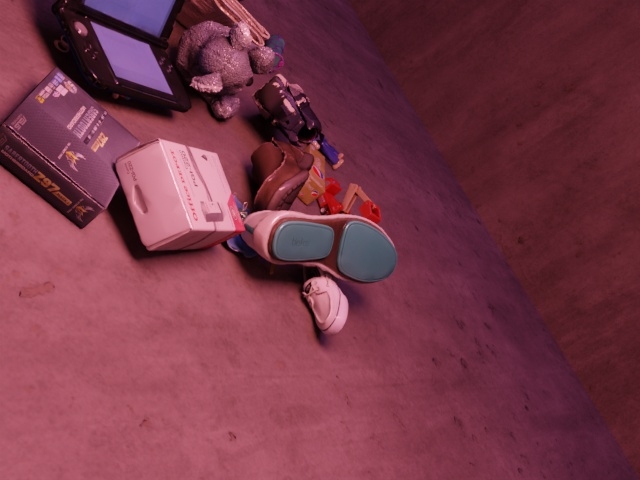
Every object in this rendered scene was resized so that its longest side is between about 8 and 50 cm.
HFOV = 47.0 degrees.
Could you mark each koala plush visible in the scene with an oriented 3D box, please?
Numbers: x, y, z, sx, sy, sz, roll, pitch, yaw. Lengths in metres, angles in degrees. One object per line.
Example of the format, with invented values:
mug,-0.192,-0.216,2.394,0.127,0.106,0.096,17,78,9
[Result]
koala plush,-0.214,-0.380,1.581,0.203,0.196,0.221,38,4,-17

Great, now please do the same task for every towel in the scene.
towel,-0.250,-0.519,1.760,0.187,0.049,0.282,42,-16,-27

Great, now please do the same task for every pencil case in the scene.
pencil case,-0.139,-0.559,2.195,0.070,0.064,0.152,27,31,-18

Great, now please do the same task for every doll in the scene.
doll,-0.010,-0.283,2.072,0.189,0.046,0.129,44,24,-23

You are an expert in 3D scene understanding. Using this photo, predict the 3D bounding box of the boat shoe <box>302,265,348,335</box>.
boat shoe,-0.004,0.110,1.501,0.075,0.083,0.226,31,17,-21

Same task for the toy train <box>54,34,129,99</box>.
toy train,-0.413,-0.346,1.389,0.166,0.046,0.125,39,27,-32

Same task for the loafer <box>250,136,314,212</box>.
loafer,-0.105,-0.136,1.605,0.130,0.134,0.366,31,15,-6

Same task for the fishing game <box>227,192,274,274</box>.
fishing game,-0.171,-0.050,1.441,0.264,0.041,0.189,46,21,-17

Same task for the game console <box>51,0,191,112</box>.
game console,-0.324,-0.404,1.367,0.250,0.173,0.293,62,23,14

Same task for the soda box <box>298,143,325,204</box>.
soda box,-0.029,-0.167,1.849,0.058,0.061,0.181,43,25,-24

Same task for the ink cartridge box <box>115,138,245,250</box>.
ink cartridge box,-0.227,-0.071,1.223,0.159,0.092,0.218,69,17,6

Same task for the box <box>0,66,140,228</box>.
box,-0.388,-0.149,1.140,0.183,0.059,0.233,45,25,-23

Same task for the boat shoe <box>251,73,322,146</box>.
boat shoe,-0.069,-0.302,1.834,0.158,0.127,0.340,53,10,1

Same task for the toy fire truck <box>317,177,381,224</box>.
toy fire truck,0.064,-0.096,1.827,0.047,0.135,0.192,28,34,-46

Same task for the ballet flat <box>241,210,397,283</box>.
ballet flat,0.000,0.000,1.485,0.400,0.139,0.139,12,46,-48
